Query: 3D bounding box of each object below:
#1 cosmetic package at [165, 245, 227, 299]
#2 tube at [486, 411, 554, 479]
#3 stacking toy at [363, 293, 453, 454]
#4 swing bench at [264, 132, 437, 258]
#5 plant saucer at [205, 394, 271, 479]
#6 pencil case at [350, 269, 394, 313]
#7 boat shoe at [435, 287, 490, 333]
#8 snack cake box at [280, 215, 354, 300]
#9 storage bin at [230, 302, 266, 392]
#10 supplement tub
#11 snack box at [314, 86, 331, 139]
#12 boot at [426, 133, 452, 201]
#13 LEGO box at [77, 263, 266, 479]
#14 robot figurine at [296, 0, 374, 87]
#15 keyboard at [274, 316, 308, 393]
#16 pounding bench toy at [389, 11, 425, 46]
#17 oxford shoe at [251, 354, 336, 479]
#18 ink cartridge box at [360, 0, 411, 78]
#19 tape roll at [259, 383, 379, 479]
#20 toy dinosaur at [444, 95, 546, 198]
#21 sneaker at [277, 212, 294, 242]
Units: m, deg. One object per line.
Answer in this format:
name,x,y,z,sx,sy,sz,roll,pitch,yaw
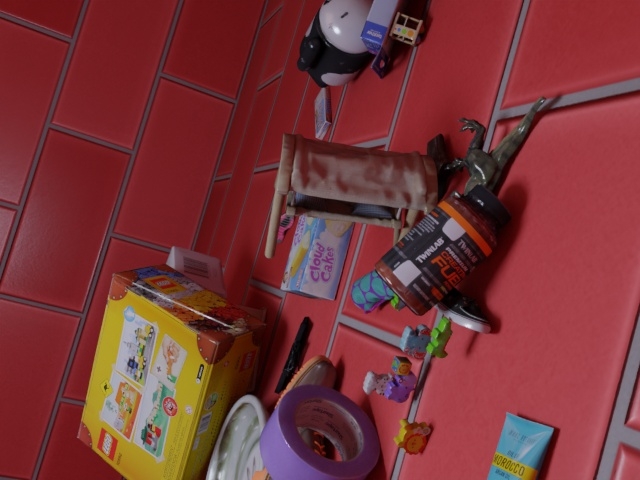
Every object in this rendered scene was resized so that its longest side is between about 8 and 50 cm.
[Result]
cosmetic package,-0.436,0.275,2.037,0.453,0.161,0.230,-65,22,21
tube,0.216,0.311,0.800,0.080,0.052,0.207,5,72,60
stacking toy,0.141,0.191,1.060,0.167,0.052,0.221,-129,52,-65
swing bench,0.046,-0.077,1.182,0.255,0.253,0.165,110,167,-61
plant saucer,-0.162,0.553,1.524,0.400,0.100,0.400,-163,90,-70
pencil case,0.113,0.085,1.227,0.151,0.064,0.070,-33,68,62
boat shoe,0.207,0.098,0.992,0.142,0.049,0.040,-144,73,-72
snack cake box,0.000,0.000,1.568,0.152,0.089,0.264,-7,67,68
storage bin,-0.274,0.341,1.971,0.262,0.123,0.260,-41,38,56
supplement tub,0.180,0.009,0.986,0.198,0.106,0.106,-44,24,4
snack box,0.006,-0.370,1.960,0.064,0.022,0.178,-54,27,40
boot,0.200,-0.126,1.219,0.114,0.037,0.106,-96,29,-54
LEGO box,-0.395,0.370,1.753,0.372,0.193,0.500,27,109,28
robot figurine,0.047,-0.507,1.725,0.278,0.173,0.209,136,148,-62
keyboard,-0.059,0.279,1.599,0.100,0.038,0.192,-52,-17,-78
pounding bench toy,0.192,-0.454,1.480,0.083,0.065,0.052,-33,-36,-76
oxford shoe,-0.025,0.404,1.309,0.132,0.130,0.364,9,75,39
ink cartridge box,0.160,-0.528,1.519,0.186,0.065,0.311,-31,-40,-78
tape roll,-0.001,0.339,1.138,0.080,0.189,0.189,-61,23,29
toy dinosaur,0.246,-0.121,1.052,0.268,0.064,0.118,-63,36,25
sneaker,-0.110,-0.049,1.982,0.119,0.047,0.057,-54,15,39
